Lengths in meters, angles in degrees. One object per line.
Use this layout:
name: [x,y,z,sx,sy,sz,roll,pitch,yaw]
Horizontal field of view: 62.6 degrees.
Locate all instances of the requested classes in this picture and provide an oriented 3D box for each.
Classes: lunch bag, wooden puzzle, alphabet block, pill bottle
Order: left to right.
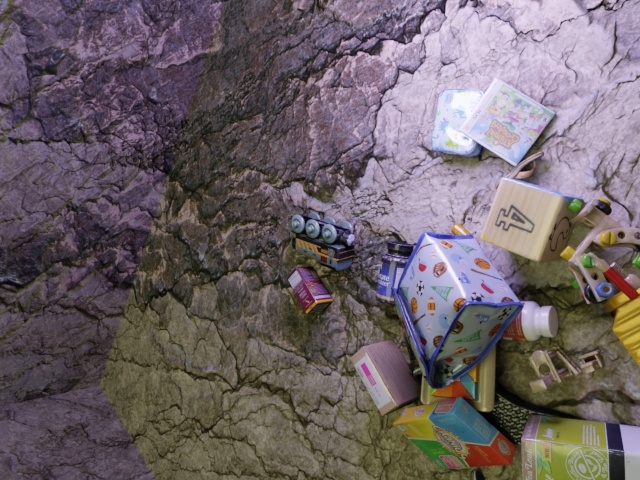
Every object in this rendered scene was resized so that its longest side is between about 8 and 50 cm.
pill bottle: [0.274,0.117,1.901,0.123,0.123,0.219,13,98,41]
lunch bag: [0.372,0.218,1.621,0.327,0.239,0.385,-107,29,-47]
wooden puzzle: [0.430,0.417,1.667,0.239,0.044,0.220,-7,66,39]
lunch bag: [0.470,-0.388,1.749,0.176,0.090,0.218,15,99,41]
pill bottle: [0.601,0.246,1.611,0.216,0.121,0.121,-6,86,42]
alphabet block: [0.620,-0.062,1.551,0.193,0.192,0.197,27,109,40]

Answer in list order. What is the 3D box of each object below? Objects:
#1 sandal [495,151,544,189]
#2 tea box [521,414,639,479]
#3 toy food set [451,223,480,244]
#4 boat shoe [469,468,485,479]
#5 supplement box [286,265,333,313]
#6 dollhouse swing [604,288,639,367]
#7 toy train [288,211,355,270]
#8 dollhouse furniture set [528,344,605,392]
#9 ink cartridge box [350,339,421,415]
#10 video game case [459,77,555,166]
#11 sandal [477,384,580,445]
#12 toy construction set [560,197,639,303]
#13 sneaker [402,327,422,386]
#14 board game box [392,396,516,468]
sandal: [0.623,-0.209,1.632,0.049,0.072,0.180,52,124,11]
tea box: [0.715,0.672,1.399,0.324,0.220,0.328,-3,89,27]
toy food set: [0.420,0.065,1.768,0.232,0.111,0.104,-42,59,-2]
boat shoe: [0.507,0.846,1.731,0.066,0.066,0.183,-13,81,42]
supplement box: [-0.046,0.203,2.195,0.081,0.104,0.188,-49,60,31]
dollhouse swing: [0.872,0.243,1.253,0.315,0.305,0.346,-43,64,33]
toy train: [0.000,0.000,2.142,0.334,0.142,0.190,18,112,40]
dollhouse furniture set: [0.687,0.343,1.494,0.161,0.182,0.101,-34,68,37]
ink cartridge box: [0.240,0.485,1.883,0.088,0.193,0.234,-46,61,31]
video game case: [0.576,-0.367,1.635,0.212,0.023,0.193,37,104,14]
sandal: [0.594,0.548,1.646,0.446,0.107,0.167,18,101,27]
toy construction set: [0.715,0.016,1.366,0.237,0.309,0.257,46,111,8]
sneaker: [0.354,0.413,1.822,0.097,0.135,0.276,-44,61,35]
board game box: [0.415,0.619,1.676,0.242,0.064,0.316,42,144,-5]
